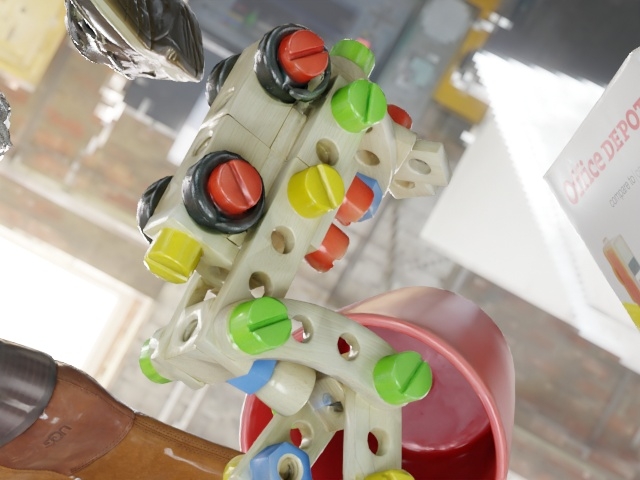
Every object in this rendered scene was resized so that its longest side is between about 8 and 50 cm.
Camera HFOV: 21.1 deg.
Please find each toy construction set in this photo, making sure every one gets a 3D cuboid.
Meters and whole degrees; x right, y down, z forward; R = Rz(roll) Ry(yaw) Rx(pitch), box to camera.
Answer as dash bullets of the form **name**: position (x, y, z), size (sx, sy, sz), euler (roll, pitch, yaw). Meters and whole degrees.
- **toy construction set**: position (0.000, 0.000, 1.044), size (0.215, 0.151, 0.327), euler (39, -138, -21)

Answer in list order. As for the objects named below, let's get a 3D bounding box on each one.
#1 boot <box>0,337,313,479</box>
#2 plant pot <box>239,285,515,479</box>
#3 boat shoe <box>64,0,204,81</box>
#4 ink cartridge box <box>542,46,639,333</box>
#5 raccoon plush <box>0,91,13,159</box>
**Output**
- **boot**: position (-0.187, 0.189, 1.292), size (0.280, 0.264, 0.096), euler (28, -143, -28)
- **plant pot**: position (0.080, 0.171, 1.747), size (0.275, 0.275, 0.243), euler (29, -159, 8)
- **boat shoe**: position (-0.150, -0.161, 1.251), size (0.073, 0.080, 0.223), euler (-13, 165, 14)
- **ink cartridge box**: position (0.376, 0.021, 1.427), size (0.384, 0.160, 0.279), euler (60, 163, 13)
- **raccoon plush**: position (-0.180, -0.237, 0.681), size (0.216, 0.299, 0.446), euler (34, 170, 12)
